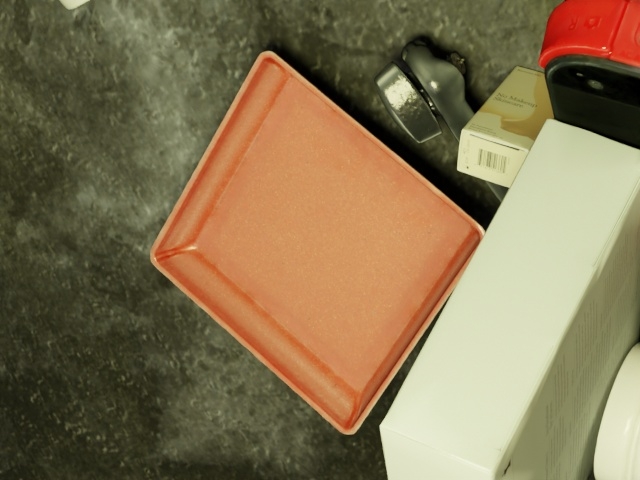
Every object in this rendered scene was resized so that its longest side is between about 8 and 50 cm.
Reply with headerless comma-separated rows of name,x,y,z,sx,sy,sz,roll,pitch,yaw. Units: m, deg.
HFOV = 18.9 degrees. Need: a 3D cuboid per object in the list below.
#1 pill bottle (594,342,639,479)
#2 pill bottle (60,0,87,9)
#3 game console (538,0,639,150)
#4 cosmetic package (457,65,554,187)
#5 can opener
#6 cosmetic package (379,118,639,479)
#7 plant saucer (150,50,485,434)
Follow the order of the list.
pill bottle,0.395,0.185,1.558,0.323,0.181,0.181,17,129,21
pill bottle,-0.238,-0.377,1.521,0.204,0.204,0.361,-24,107,41
game console,0.355,-0.043,1.414,0.386,0.060,0.342,19,163,21
cosmetic package,0.159,-0.091,1.546,0.060,0.115,0.041,18,129,18
can opener,0.122,-0.090,1.615,0.073,0.059,0.186,-36,111,16
cosmetic package,0.159,0.128,1.509,0.097,0.284,0.377,20,152,17
plant saucer,0.000,0.000,1.710,0.258,0.048,0.259,41,123,14
